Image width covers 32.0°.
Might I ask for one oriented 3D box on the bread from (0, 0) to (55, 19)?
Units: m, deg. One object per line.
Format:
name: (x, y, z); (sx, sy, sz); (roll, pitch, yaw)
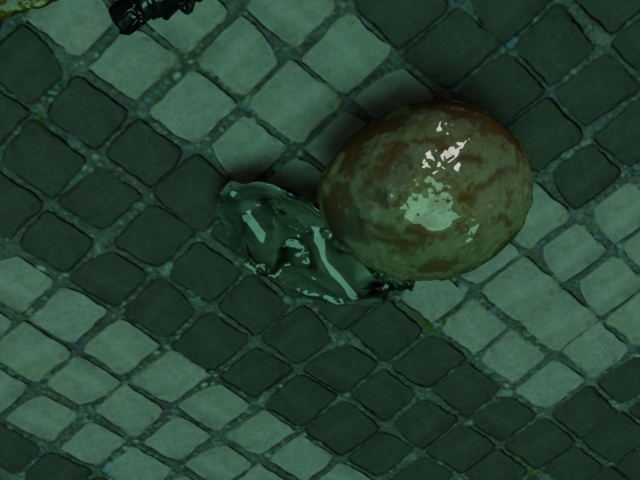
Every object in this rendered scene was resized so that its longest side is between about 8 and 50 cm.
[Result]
bread: (-0.306, -0.311, 1.073); (0.222, 0.096, 0.181); (-12, 127, 0)

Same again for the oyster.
oyster: (0.000, 0.002, 1.341); (0.252, 0.087, 0.199); (4, 135, 0)

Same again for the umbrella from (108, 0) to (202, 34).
umbrella: (-0.127, -0.283, 1.134); (0.224, 0.071, 0.080); (-29, 96, 21)

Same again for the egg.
egg: (0.118, -0.055, 1.243); (0.245, 0.203, 0.203); (-8, 127, -7)
